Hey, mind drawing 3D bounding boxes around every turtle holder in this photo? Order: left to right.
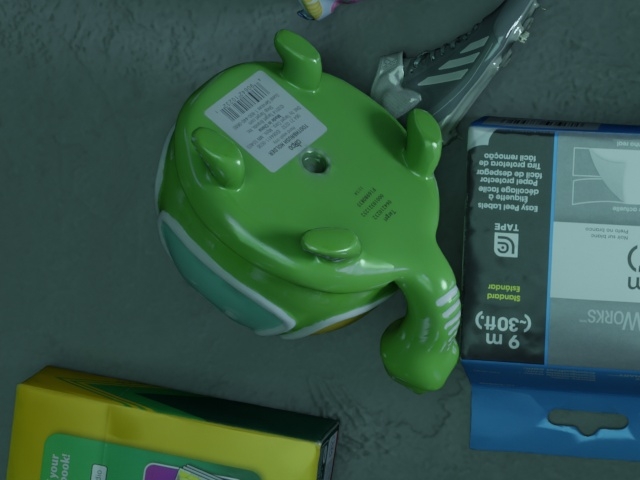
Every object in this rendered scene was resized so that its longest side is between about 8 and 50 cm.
[{"bbox_3d":[-0.003,-0.016,1.728,0.320,0.243,0.227,19,141,-11],"label":"turtle holder"}]

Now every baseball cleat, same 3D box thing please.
[{"bbox_3d":[0.117,-0.168,1.751,0.109,0.072,0.206,36,101,7],"label":"baseball cleat"}]

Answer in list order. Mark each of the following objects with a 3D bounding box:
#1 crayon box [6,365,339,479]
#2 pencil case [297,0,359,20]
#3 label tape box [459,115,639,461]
[{"bbox_3d":[-0.166,0.335,1.865,0.313,0.106,0.363,10,100,10],"label":"crayon box"},{"bbox_3d":[0.093,-0.294,1.710,0.273,0.124,0.113,-17,95,12],"label":"pencil case"},{"bbox_3d":[0.257,0.057,1.741,0.241,0.106,0.333,3,99,11],"label":"label tape box"}]
